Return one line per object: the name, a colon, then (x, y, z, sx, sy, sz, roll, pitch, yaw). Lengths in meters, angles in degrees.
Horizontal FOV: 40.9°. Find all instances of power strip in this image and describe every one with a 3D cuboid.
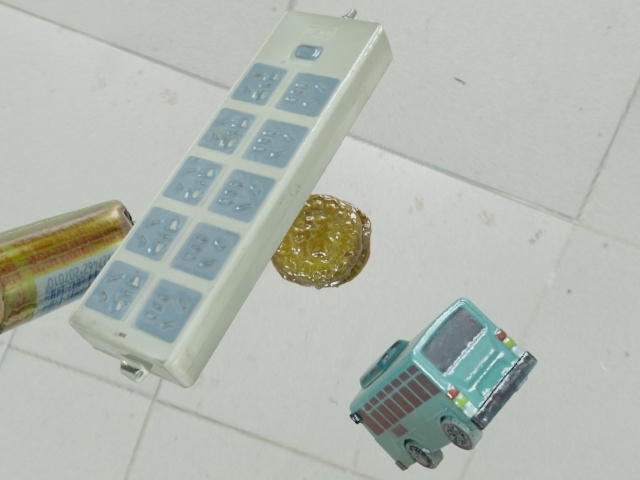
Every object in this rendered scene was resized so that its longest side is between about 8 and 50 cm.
power strip: (-0.057, -0.055, 0.678, 0.106, 0.043, 0.367, 16, 63, 29)

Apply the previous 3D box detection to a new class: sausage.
sausage: (-0.341, 0.020, 1.151, 0.117, 0.317, 0.125, -29, 90, 35)

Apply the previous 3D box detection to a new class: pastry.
pastry: (0.000, 0.000, 0.882, 0.109, 0.057, 0.097, -27, 74, 5)

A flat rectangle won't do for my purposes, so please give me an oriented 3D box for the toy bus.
toy bus: (0.087, 0.116, 0.671, 0.092, 0.160, 0.079, 44, 61, 7)
